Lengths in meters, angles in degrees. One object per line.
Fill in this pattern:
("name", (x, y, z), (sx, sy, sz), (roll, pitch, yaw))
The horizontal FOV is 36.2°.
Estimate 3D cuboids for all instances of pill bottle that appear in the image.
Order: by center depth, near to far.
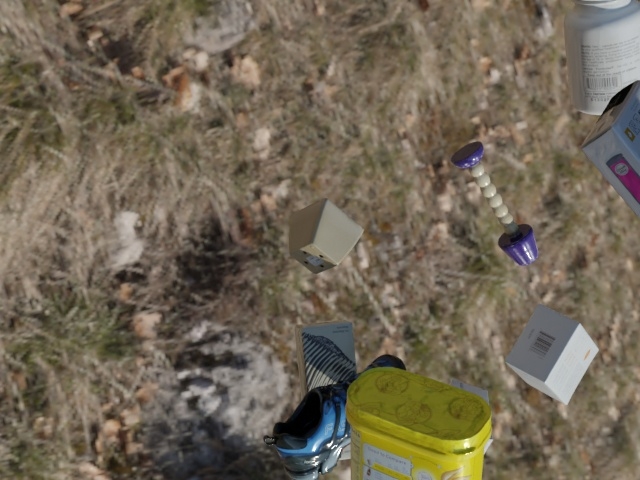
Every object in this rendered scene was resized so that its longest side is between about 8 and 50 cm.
("pill bottle", (0.470, -0.335, 1.618), (0.131, 0.131, 0.229), (-62, 144, -54))

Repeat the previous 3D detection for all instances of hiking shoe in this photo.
("hiking shoe", (0.041, 0.306, 1.791), (0.304, 0.113, 0.132), (-43, 129, -21))

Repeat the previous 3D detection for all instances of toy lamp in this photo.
("toy lamp", (0.357, -0.067, 1.977), (0.274, 0.080, 0.080), (55, 32, -18))

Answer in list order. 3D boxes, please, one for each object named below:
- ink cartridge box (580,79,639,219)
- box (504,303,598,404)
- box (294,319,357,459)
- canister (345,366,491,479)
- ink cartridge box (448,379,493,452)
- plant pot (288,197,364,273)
("ink cartridge box", (0.524, -0.043, 1.376), (0.371, 0.069, 0.176), (47, 41, -3))
("box", (0.437, 0.216, 1.843), (0.130, 0.091, 0.170), (-58, 146, -7))
("box", (0.017, 0.303, 1.990), (0.094, 0.113, 0.275), (170, -86, -79))
("canister", (0.084, 0.211, 0.874), (0.073, 0.126, 0.170), (-38, 135, -49))
("ink cartridge box", (0.250, 0.383, 1.860), (0.082, 0.190, 0.139), (19, 33, -7))
("plant pot", (0.000, 0.000, 1.897), (0.109, 0.109, 0.096), (40, 51, -23))
